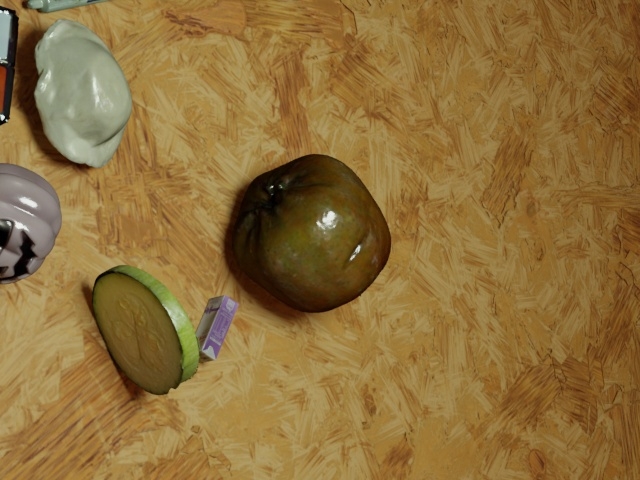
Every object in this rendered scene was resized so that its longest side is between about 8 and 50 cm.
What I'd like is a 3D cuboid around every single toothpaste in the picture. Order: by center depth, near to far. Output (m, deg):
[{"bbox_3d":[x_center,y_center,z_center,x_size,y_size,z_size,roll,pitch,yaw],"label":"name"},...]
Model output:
[{"bbox_3d":[-0.402,-0.421,1.949,0.233,0.038,0.060,-29,103,-45],"label":"toothpaste"}]

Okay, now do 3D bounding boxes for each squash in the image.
[{"bbox_3d":[-0.275,0.137,1.812,0.041,0.219,0.219,-31,101,-41],"label":"squash"}]

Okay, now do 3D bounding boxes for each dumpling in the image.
[{"bbox_3d":[-0.387,-0.233,1.857,0.162,0.132,0.250,-42,124,-48],"label":"dumpling"}]

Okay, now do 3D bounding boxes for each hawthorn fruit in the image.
[{"bbox_3d":[0.000,0.000,2.063,0.301,0.267,0.268,44,54,-37],"label":"hawthorn fruit"}]

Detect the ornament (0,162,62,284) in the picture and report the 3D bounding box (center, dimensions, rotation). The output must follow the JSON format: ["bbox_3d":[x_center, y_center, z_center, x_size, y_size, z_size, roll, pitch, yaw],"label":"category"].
[{"bbox_3d":[-0.475,-0.028,1.701,0.177,0.177,0.178,11,73,-40],"label":"ornament"}]

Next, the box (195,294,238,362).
[{"bbox_3d":[-0.187,0.153,1.999,0.036,0.050,0.117,38,56,-28],"label":"box"}]

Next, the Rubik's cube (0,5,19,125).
[{"bbox_3d":[-0.561,-0.255,1.678,0.183,0.167,0.180,15,71,-37],"label":"Rubik's cube"}]
